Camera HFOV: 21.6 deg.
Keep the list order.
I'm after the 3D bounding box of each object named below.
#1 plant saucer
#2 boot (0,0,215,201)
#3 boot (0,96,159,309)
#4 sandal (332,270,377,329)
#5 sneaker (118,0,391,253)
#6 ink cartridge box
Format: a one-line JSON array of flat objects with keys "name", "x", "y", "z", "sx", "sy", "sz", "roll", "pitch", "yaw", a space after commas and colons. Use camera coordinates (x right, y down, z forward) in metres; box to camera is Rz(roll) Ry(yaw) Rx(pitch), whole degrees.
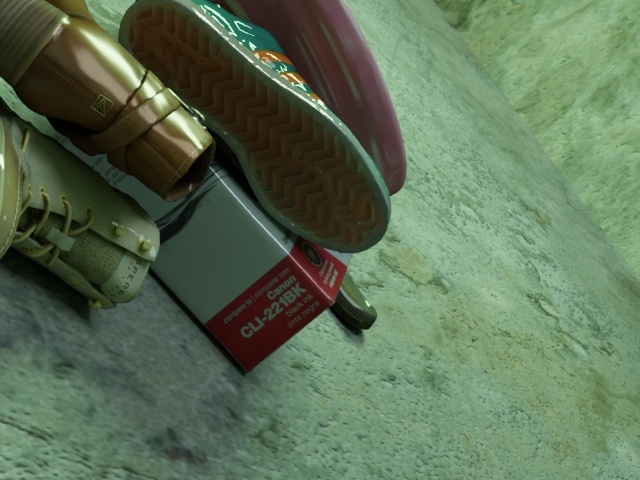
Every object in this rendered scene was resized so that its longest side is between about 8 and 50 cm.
[{"name": "plant saucer", "x": -0.034, "y": -0.175, "z": 1.670, "sx": 0.332, "sy": 0.084, "sz": 0.332, "roll": 56, "pitch": -13, "yaw": 20}, {"name": "boot", "x": -0.174, "y": -0.127, "z": 1.364, "sx": 0.220, "sy": 0.109, "sz": 0.283, "roll": 38, "pitch": 0, "yaw": -2}, {"name": "boot", "x": -0.209, "y": -0.011, "z": 1.267, "sx": 0.203, "sy": 0.095, "sz": 0.262, "roll": 41, "pitch": 9, "yaw": -28}, {"name": "sandal", "x": 0.000, "y": 0.000, "z": 1.852, "sx": 0.219, "sy": 0.060, "sz": 0.090, "roll": 53, "pitch": 17, "yaw": 8}, {"name": "sneaker", "x": -0.045, "y": -0.120, "z": 1.504, "sx": 0.302, "sy": 0.108, "sz": 0.121, "roll": 45, "pitch": 23, "yaw": -9}, {"name": "ink cartridge box", "x": -0.104, "y": -0.039, "z": 1.569, "sx": 0.273, "sy": 0.114, "sz": 0.197, "roll": 47, "pitch": 18, "yaw": -8}]
